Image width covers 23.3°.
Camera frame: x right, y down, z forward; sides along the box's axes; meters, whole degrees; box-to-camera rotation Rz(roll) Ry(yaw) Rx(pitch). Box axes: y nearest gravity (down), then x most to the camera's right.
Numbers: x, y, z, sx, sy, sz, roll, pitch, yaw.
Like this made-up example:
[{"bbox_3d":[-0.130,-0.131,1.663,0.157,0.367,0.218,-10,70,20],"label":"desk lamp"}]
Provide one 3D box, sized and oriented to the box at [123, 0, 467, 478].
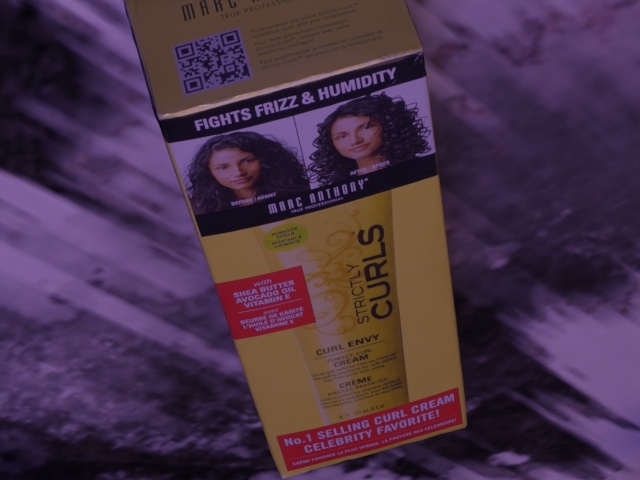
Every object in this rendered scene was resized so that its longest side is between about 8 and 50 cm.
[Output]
[{"bbox_3d":[0.000,0.000,0.557,0.087,0.058,0.232,-15,144,-2],"label":"box"}]
